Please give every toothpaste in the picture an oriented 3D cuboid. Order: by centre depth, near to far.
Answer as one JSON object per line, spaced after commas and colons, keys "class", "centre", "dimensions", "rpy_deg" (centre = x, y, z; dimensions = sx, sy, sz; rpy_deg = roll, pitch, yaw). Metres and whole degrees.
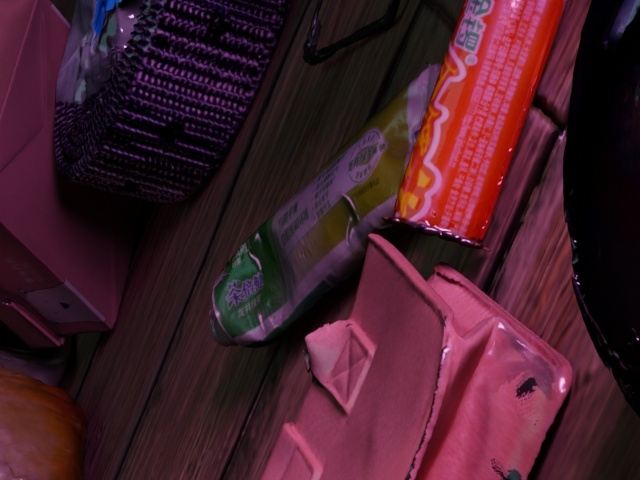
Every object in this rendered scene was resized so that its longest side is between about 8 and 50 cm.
{"class": "toothpaste", "centre": [0.000, 0.000, 0.920], "dimensions": [0.248, 0.047, 0.078], "rpy_deg": [136, 145, -54]}

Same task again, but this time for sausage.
{"class": "sausage", "centre": [0.070, -0.069, 0.754], "dimensions": [0.050, 0.048, 0.145], "rpy_deg": [24, -94, -67]}

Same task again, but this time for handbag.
{"class": "handbag", "centre": [0.014, 0.115, 0.706], "dimensions": [0.212, 0.059, 0.157], "rpy_deg": [-68, 17, 7]}

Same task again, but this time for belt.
{"class": "belt", "centre": [-0.100, -0.185, 1.340], "dimensions": [0.260, 0.122, 0.325], "rpy_deg": [-131, 58, -64]}

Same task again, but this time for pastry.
{"class": "pastry", "centre": [-0.281, 0.245, 1.408], "dimensions": [0.329, 0.136, 0.330], "rpy_deg": [-161, 90, -72]}

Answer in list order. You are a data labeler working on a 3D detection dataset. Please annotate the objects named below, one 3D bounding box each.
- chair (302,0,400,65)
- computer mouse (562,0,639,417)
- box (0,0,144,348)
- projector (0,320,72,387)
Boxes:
{"class": "chair", "centre": [-0.007, -0.237, 1.054], "dimensions": [0.145, 0.140, 0.221], "rpy_deg": [-18, 50, 66]}
{"class": "computer mouse", "centre": [0.122, -0.053, 0.464], "dimensions": [0.137, 0.096, 0.233], "rpy_deg": [-125, 54, -72]}
{"class": "box", "centre": [-0.228, -0.055, 1.458], "dimensions": [0.086, 0.215, 0.215], "rpy_deg": [-7, 54, 27]}
{"class": "projector", "centre": [-0.382, 0.135, 1.670], "dimensions": [0.248, 0.248, 0.249], "rpy_deg": [-109, 41, -67]}
